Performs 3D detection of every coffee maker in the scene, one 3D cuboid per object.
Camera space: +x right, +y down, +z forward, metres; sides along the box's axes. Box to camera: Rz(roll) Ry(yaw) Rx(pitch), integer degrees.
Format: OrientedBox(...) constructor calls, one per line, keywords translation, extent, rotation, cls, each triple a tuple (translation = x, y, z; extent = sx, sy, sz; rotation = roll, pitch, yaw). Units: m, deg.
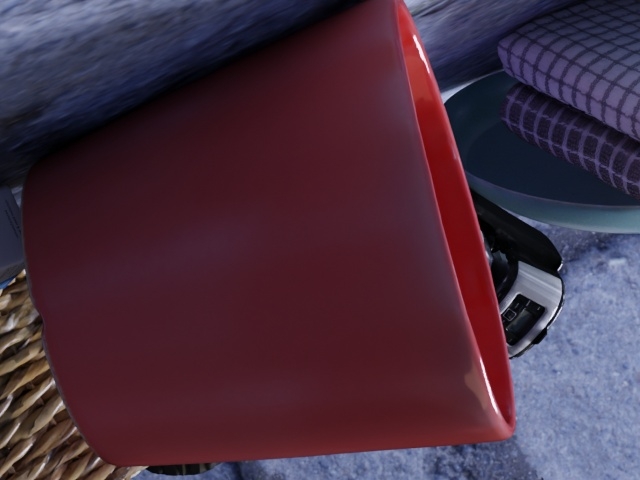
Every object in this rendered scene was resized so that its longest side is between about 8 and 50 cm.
OrientedBox(translation=(0.105, -0.005, 1.652), extent=(0.178, 0.171, 0.120), rotation=(33, 130, -29), cls="coffee maker")

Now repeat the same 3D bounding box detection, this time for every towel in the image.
OrientedBox(translation=(0.314, -0.123, 1.552), extent=(0.283, 0.121, 0.235), rotation=(-21, -150, -25), cls="towel")

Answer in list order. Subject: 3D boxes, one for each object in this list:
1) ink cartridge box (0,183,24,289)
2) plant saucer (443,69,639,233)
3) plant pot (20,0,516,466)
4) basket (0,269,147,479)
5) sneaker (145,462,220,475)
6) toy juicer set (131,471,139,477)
OrientedBox(translation=(-0.248, 0.018, 1.240), extent=(0.122, 0.052, 0.088), rotation=(-21, 174, -27), cls="ink cartridge box")
OrientedBox(translation=(0.251, -0.079, 1.651), extent=(0.317, 0.044, 0.317), rotation=(-3, -153, 1), cls="plant saucer")
OrientedBox(translation=(-0.032, 0.014, 1.197), extent=(0.243, 0.275, 0.275), rotation=(-15, 176, 8), cls="plant pot")
OrientedBox(translation=(-0.309, 0.149, 1.372), extent=(0.299, 0.213, 0.223), rotation=(-42, -158, -29), cls="basket")
OrientedBox(translation=(-0.157, 0.091, 1.636), extent=(0.283, 0.107, 0.124), rotation=(23, -142, 35), cls="sneaker")
OrientedBox(translation=(-0.303, 0.231, 2.210), extent=(0.089, 0.209, 0.329), rotation=(-32, 180, -33), cls="toy juicer set")
